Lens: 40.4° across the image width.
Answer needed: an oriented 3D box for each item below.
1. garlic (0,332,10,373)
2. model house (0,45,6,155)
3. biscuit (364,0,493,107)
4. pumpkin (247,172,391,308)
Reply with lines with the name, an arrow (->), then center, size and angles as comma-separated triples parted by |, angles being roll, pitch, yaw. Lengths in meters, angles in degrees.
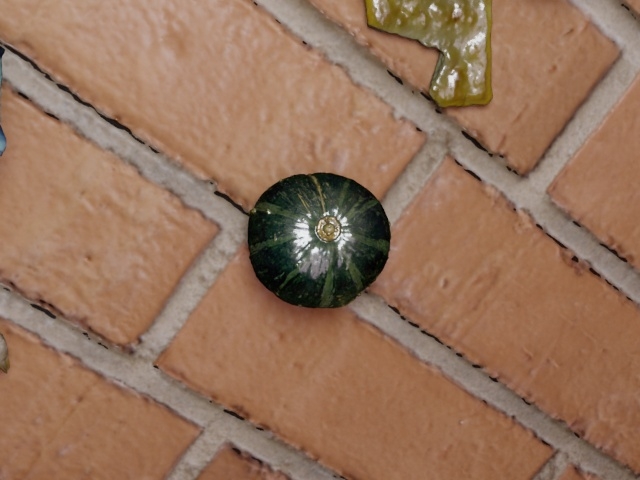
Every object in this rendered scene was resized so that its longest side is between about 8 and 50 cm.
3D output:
garlic -> -0.474, 0.138, 1.119 | 0.152, 0.066, 0.084 | 22, 104, -21
model house -> -0.518, -0.093, 0.975 | 0.295, 0.251, 0.329 | -17, 137, -31
biscuit -> 0.149, -0.259, 1.143 | 0.174, 0.039, 0.183 | -11, 109, -10
pumpkin -> -0.001, 0.000, 1.137 | 0.190, 0.146, 0.190 | -1, 84, 5
